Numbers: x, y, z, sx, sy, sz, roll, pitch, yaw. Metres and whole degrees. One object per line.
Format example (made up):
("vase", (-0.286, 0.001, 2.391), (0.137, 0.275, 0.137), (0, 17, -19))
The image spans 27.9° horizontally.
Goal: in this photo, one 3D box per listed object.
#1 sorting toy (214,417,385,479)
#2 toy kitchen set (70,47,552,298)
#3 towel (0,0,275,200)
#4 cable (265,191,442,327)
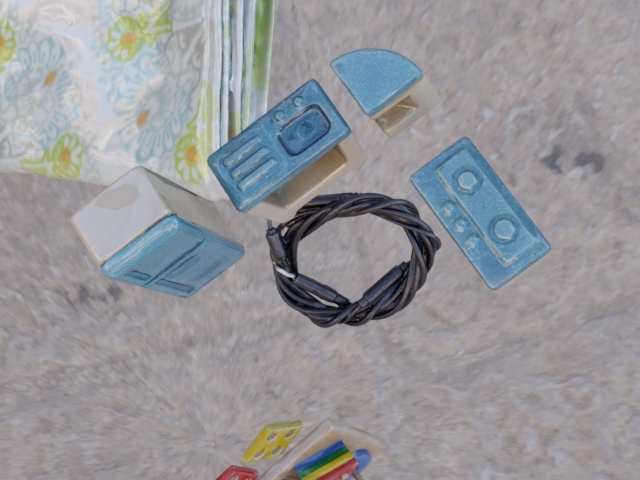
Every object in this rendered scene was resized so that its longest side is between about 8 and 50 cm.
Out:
("sorting toy", (-0.006, 0.242, 1.271), (0.132, 0.274, 0.046), (-42, 60, 8))
("toy kitchen set", (0.000, 0.000, 0.734), (0.207, 0.122, 0.166), (-37, 73, 8))
("towel", (-0.199, -0.210, 1.197), (0.374, 0.090, 0.320), (9, 97, 34))
("cable", (0.036, 0.021, 1.349), (0.184, 0.047, 0.150), (-5, 107, 11))
